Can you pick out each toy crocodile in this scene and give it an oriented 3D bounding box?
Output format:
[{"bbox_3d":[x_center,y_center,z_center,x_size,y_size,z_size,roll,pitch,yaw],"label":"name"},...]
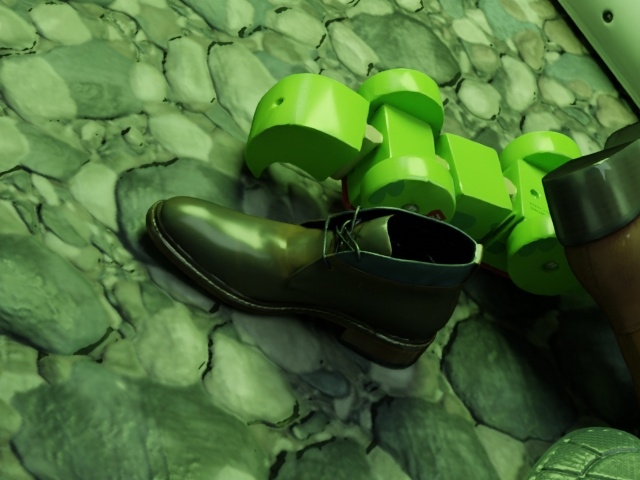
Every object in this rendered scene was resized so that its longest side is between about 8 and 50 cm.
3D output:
[{"bbox_3d":[0.104,-0.029,1.380,0.340,0.105,0.115,21,43,-27],"label":"toy crocodile"}]

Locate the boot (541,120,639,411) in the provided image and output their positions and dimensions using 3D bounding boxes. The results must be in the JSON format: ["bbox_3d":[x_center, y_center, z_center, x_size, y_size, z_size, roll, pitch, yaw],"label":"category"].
[{"bbox_3d":[0.288,0.046,1.375,0.264,0.096,0.280,-30,101,-53],"label":"boot"}]

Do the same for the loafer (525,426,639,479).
[{"bbox_3d":[0.162,0.230,1.206,0.096,0.084,0.267,8,36,11],"label":"loafer"}]

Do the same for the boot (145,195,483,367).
[{"bbox_3d":[0.000,0.000,1.255,0.219,0.106,0.082,23,42,-20],"label":"boot"}]

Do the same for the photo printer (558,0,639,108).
[{"bbox_3d":[0.327,-0.237,1.728,0.256,0.107,0.307,-13,62,-44],"label":"photo printer"}]
